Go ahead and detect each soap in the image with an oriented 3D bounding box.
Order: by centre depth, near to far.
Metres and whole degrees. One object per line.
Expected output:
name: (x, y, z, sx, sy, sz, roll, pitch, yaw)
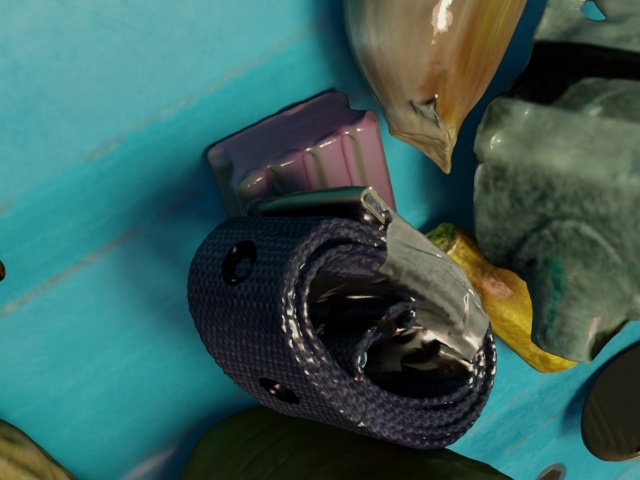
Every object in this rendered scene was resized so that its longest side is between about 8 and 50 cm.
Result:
soap: (0.000, 0.000, 0.686, 0.122, 0.065, 0.203, -26, 126, -16)

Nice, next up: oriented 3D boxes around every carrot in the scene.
carrot: (0.033, 0.248, 0.656, 0.224, 0.340, 0.224, -8, 103, -37)

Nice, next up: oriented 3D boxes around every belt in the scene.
belt: (0.016, 0.058, 0.609, 0.230, 0.126, 0.140, 33, 69, -40)

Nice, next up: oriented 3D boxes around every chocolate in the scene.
chocolate: (0.170, 0.051, 0.815, 0.219, 0.085, 0.086, 34, 95, -38)

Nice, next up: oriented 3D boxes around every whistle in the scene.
whistle: (0.238, -0.114, 0.673, 0.188, 0.168, 0.405, -23, 122, -49)

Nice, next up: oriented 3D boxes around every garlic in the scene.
garlic: (0.107, -0.203, 0.622, 0.267, 0.128, 0.148, -54, 165, -8)

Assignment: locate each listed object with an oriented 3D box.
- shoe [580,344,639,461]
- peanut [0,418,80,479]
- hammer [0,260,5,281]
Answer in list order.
shoe: (0.413, 0.173, 1.021, 0.274, 0.103, 0.098, -27, 140, -14)
peanut: (-0.216, 0.241, 0.644, 0.153, 0.140, 0.325, -25, 132, 3)
hammer: (-0.292, 0.046, 0.563, 0.178, 0.021, 0.065, -33, 128, -9)
